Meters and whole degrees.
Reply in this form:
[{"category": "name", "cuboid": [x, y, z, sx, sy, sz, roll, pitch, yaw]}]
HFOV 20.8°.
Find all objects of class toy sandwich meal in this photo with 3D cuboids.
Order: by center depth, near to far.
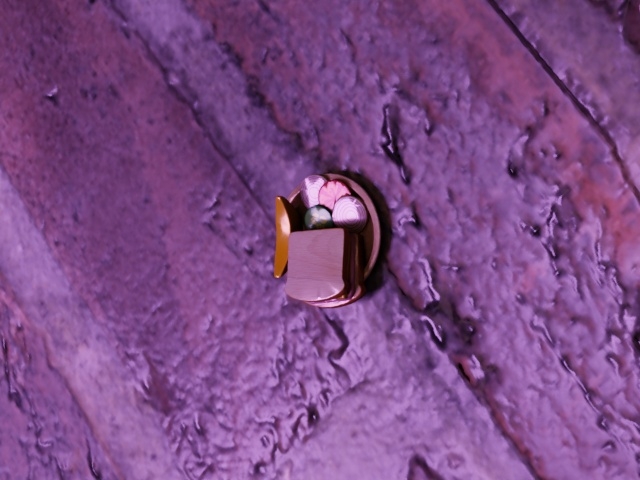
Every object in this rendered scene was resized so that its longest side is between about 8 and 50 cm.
[{"category": "toy sandwich meal", "cuboid": [0.000, 0.000, 1.071, 0.085, 0.029, 0.085, 0, 89, 34]}]
